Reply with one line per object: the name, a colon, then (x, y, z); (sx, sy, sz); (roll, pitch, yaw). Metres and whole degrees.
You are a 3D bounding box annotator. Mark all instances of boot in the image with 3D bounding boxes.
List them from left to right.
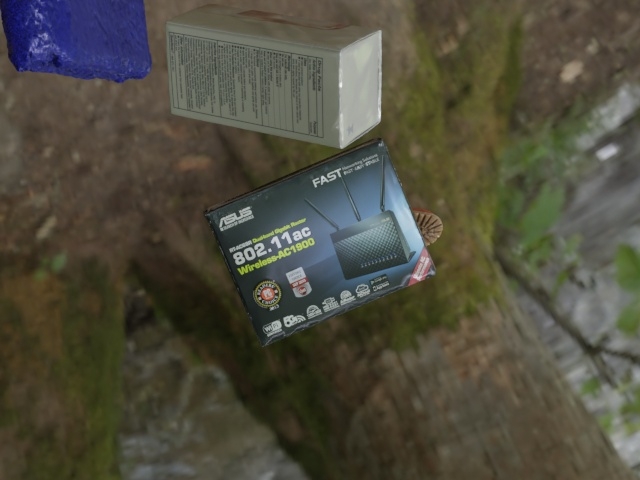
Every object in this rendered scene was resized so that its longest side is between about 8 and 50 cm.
boot: (0.077, -0.030, 1.730); (0.157, 0.085, 0.059); (-1, 125, 9)

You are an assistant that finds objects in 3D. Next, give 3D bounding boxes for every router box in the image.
router box: (0.000, 0.000, 0.856); (0.122, 0.092, 0.038); (-23, -172, 0)

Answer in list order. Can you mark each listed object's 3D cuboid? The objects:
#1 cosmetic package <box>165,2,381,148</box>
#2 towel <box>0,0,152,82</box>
cosmetic package: (-0.068, -0.245, 1.993); (0.129, 0.296, 0.153); (-37, 135, -51)
towel: (-0.228, -0.283, 1.128); (0.076, 0.308, 0.227); (-11, 180, 15)
